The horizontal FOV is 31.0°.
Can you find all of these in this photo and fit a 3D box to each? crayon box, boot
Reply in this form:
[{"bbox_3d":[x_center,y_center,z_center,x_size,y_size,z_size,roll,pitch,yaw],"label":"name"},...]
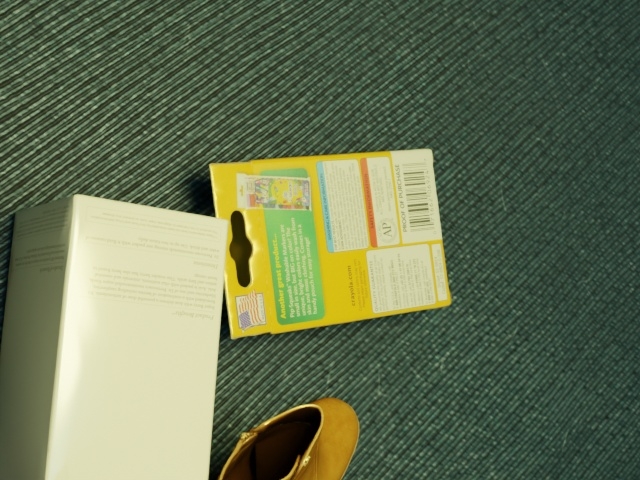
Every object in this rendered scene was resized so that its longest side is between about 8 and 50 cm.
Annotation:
[{"bbox_3d":[0.000,0.000,1.401,0.322,0.083,0.203,-6,88,-34],"label":"crayon box"},{"bbox_3d":[-0.024,0.231,1.266,0.104,0.211,0.295,39,50,12],"label":"boot"}]

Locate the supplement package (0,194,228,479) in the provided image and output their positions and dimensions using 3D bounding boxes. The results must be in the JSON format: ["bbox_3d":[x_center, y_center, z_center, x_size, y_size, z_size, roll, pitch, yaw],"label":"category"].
[{"bbox_3d":[-0.221,0.117,1.188,0.177,0.175,0.293,10,79,-34],"label":"supplement package"}]
